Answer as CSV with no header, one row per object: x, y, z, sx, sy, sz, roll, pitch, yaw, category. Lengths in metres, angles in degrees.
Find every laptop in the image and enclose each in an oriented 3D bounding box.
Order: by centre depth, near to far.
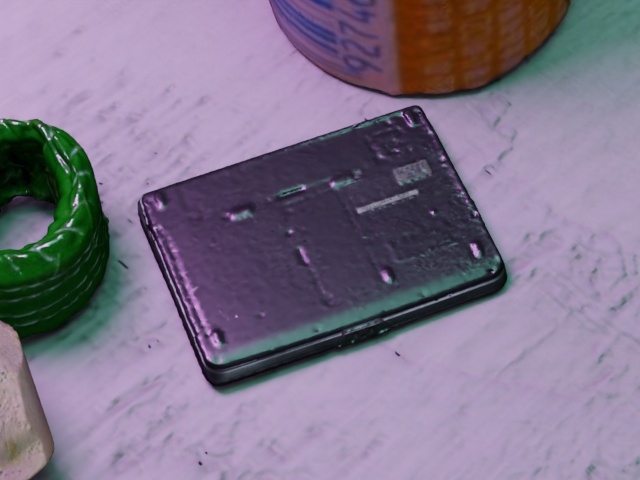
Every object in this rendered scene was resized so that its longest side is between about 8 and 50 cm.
0.000,0.000,1.290,0.207,0.026,0.154,-19,57,-10,laptop

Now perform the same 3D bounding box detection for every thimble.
-0.193,-0.010,1.268,0.118,0.090,0.130,-18,59,-12,thimble

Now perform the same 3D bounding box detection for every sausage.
0.058,-0.270,1.312,0.233,0.287,0.233,-4,54,5,sausage

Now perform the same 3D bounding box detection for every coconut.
-0.221,0.111,1.178,0.116,0.122,0.116,-14,19,5,coconut
